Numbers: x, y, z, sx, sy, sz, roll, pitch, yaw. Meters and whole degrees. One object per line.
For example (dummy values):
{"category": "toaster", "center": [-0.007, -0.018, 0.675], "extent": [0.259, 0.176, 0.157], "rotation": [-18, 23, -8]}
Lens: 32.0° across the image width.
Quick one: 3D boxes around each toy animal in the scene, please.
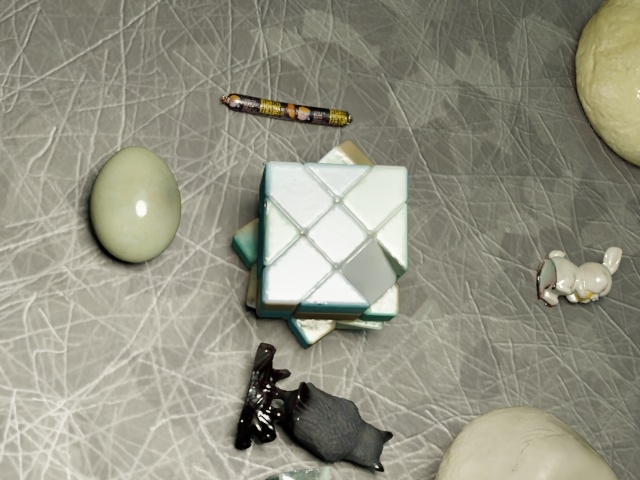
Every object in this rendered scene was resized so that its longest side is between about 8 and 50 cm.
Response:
{"category": "toy animal", "center": [0.383, 0.057, 1.631], "extent": [0.124, 0.071, 0.085], "rotation": [6, 48, -11]}
{"category": "toy animal", "center": [0.006, 0.214, 1.389], "extent": [0.210, 0.117, 0.121], "rotation": [19, 57, -12]}

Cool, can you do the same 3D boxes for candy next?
{"category": "candy", "center": [0.251, 0.345, 1.396], "extent": [0.295, 0.185, 0.295], "rotation": [20, 53, -29]}

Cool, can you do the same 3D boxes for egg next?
{"category": "egg", "center": [-0.232, -0.046, 1.398], "extent": [0.114, 0.114, 0.152], "rotation": [4, 66, -21]}

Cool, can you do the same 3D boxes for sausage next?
{"category": "sausage", "center": [-0.045, -0.185, 1.581], "extent": [0.198, 0.025, 0.028], "rotation": [8, 111, -20]}

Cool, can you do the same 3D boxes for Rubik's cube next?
{"category": "Rubik's cube", "center": [0.000, 0.000, 1.429], "extent": [0.224, 0.213, 0.265], "rotation": [3, 78, -5]}

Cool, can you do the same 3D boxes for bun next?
{"category": "bun", "center": [0.590, -0.270, 1.759], "extent": [0.349, 0.227, 0.352], "rotation": [-11, 72, -23]}

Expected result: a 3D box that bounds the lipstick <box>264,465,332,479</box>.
{"category": "lipstick", "center": [-0.004, 0.419, 1.321], "extent": [0.076, 0.077, 0.290], "rotation": [-4, 72, -24]}
